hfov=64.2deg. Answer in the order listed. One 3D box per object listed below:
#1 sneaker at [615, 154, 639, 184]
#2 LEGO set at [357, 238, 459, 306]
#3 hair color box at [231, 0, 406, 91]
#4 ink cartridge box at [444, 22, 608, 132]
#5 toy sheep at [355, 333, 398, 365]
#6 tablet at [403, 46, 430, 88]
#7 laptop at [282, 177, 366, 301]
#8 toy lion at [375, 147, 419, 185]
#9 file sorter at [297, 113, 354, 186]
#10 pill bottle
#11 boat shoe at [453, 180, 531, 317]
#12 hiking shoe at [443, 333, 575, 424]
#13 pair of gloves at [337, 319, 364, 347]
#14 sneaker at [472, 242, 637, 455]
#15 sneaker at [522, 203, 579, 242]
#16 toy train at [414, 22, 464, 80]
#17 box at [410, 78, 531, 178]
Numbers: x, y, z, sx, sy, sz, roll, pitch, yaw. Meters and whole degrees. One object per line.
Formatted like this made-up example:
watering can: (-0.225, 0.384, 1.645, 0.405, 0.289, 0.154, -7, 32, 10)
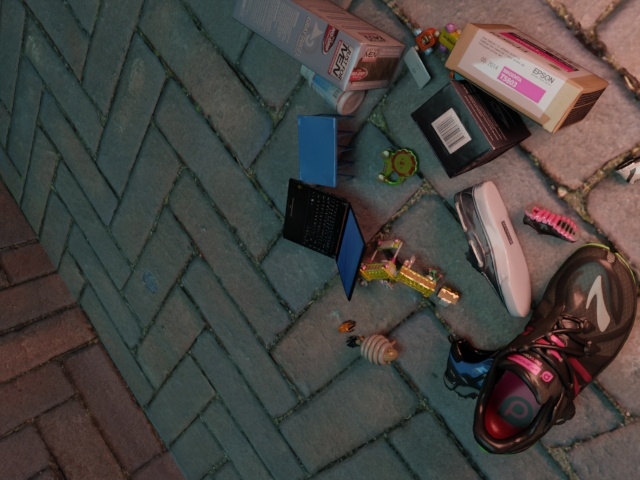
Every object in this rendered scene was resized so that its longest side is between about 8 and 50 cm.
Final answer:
sneaker: (0.593, -0.140, 0.915, 0.043, 0.040, 0.109, 50, 136, -7)
LEGO set: (0.216, 0.070, 1.291, 0.287, 0.107, 0.132, 10, 147, 33)
hair color box: (-0.009, -0.488, 1.190, 0.374, 0.185, 0.113, 40, 127, 23)
ink cartridge box: (0.376, -0.303, 0.927, 0.235, 0.193, 0.088, 42, 128, 21)
toy sheep: (0.155, 0.300, 1.409, 0.132, 0.091, 0.091, 9, 111, 38)
tablet: (0.215, -0.385, 1.143, 0.083, 0.006, 0.054, 63, 163, 3)
laptop: (0.000, 0.000, 1.354, 0.265, 0.136, 0.234, 23, 137, 10)
toy lion: (0.190, -0.179, 1.244, 0.096, 0.034, 0.100, 23, 120, 24)
file sorter: (0.021, -0.237, 1.312, 0.118, 0.105, 0.170, 15, 114, 37)
pill bottle: (0.027, -0.389, 1.262, 0.160, 0.087, 0.087, 47, 130, 18)
boat shoe: (0.369, 0.026, 1.115, 0.102, 0.108, 0.301, -20, 90, 43)
hiking shoe: (0.422, 0.322, 1.173, 0.304, 0.113, 0.131, 12, 114, 37)
pair of gloves: (0.092, 0.277, 1.507, 0.074, 0.010, 0.083, -34, 86, 41)
sneaker: (0.457, 0.233, 1.000, 0.185, 0.202, 0.482, 30, 99, 29)
sneaker: (0.473, -0.027, 1.056, 0.119, 0.047, 0.057, 37, 148, 25)
toy train: (0.274, -0.396, 1.085, 0.166, 0.046, 0.125, 57, 160, -5)
box: (0.301, -0.228, 1.009, 0.108, 0.207, 0.153, -36, 81, 42)
